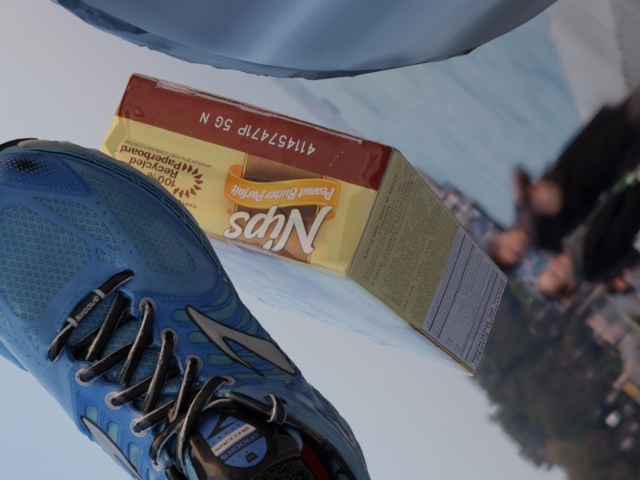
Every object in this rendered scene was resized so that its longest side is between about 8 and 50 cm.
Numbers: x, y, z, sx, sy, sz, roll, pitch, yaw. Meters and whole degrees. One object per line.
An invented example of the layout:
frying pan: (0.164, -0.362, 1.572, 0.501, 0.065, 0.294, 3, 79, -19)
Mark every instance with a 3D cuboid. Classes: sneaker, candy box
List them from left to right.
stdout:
sneaker: (-0.032, 0.036, 0.366, 0.162, 0.063, 0.073, 45, 176, -23)
candy box: (0.000, 0.000, 0.947, 0.183, 0.088, 0.316, 18, 172, 23)

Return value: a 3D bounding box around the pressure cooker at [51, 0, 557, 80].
pressure cooker: (0.044, -0.277, 0.391, 0.370, 0.375, 0.420, 42, 155, -9)
